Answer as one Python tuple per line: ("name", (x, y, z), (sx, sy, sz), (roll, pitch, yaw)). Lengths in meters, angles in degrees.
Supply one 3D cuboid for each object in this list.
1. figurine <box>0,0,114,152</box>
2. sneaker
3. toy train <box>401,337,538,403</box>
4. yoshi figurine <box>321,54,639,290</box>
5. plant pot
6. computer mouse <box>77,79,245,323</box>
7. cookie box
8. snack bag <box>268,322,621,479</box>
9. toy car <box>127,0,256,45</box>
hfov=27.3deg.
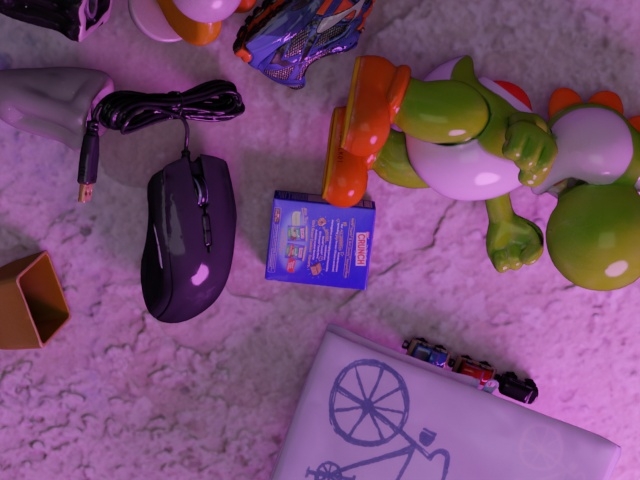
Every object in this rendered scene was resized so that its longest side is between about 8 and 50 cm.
("figurine", (-0.309, -0.194, 1.267), (0.209, 0.092, 0.215), (15, 132, 7))
("sneaker", (0.019, -0.233, 1.288), (0.221, 0.083, 0.087), (-37, 117, 17))
("toy train", (0.162, 0.141, 1.418), (0.158, 0.036, 0.027), (21, 107, -6))
("yoshi figurine", (0.187, -0.050, 1.278), (0.362, 0.203, 0.203), (10, 110, -7))
("plant pot", (-0.324, 0.068, 1.382), (0.083, 0.081, 0.081), (-12, 107, 17))
("computer mouse", (-0.155, -0.027, 1.308), (0.184, 0.060, 0.262), (-5, 112, -38))
("cookie box", (0.000, 0.000, 1.373), (0.107, 0.040, 0.092), (7, 107, -1))
("snack bag", (0.108, 0.290, 1.363), (0.342, 0.037, 0.323), (19, 86, 9))
("toy car", (-0.126, -0.282, 1.245), (0.136, 0.159, 0.182), (-38, 106, -24))
